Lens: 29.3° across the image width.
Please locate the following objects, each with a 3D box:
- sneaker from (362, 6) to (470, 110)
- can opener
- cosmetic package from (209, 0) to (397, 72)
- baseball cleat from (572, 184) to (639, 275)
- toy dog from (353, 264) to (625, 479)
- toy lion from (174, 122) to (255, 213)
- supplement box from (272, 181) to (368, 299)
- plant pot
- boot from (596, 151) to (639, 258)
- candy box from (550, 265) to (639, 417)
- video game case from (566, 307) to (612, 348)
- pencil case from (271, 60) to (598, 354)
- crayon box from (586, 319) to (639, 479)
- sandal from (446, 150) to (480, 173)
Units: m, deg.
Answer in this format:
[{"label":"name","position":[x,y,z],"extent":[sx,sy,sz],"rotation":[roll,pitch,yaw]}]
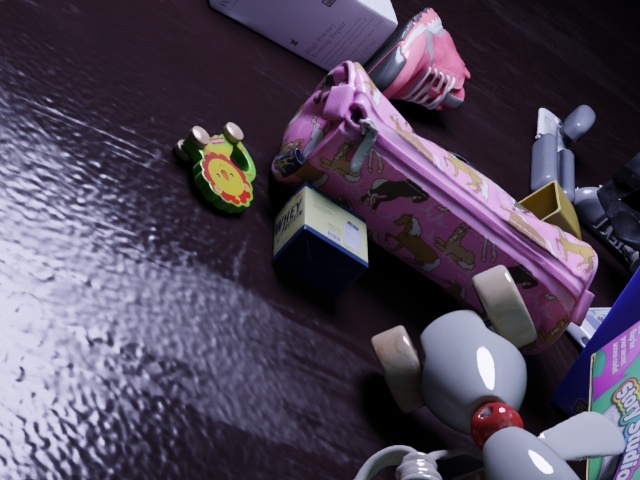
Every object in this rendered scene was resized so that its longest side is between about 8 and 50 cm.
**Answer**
[{"label":"sneaker","position":[0.150,-0.238,1.710],"extent":[0.136,0.116,0.314],"rotation":[46,26,-3]},{"label":"can opener","position":[0.373,-0.142,1.909],"extent":[0.074,0.093,0.280],"rotation":[39,33,-11]},{"label":"cosmetic package","position":[-0.025,-0.314,1.590],"extent":[0.231,0.117,0.085],"rotation":[22,36,-32]},{"label":"baseball cleat","position":[0.466,-0.005,1.857],"extent":[0.206,0.072,0.109],"rotation":[28,39,-20]},{"label":"toy dog","position":[0.158,0.176,1.113],"extent":[0.161,0.220,0.334],"rotation":[58,26,-30]},{"label":"toy lion","position":[-0.099,-0.072,1.263],"extent":[0.096,0.034,0.100],"rotation":[57,30,9]},{"label":"supplement box","position":[0.000,0.000,1.261],"extent":[0.083,0.056,0.083],"rotation":[32,31,-21]},{"label":"plant pot","position":[0.314,-0.015,1.669],"extent":[0.083,0.081,0.081],"rotation":[46,26,-22]},{"label":"boot","position":[0.604,0.096,1.695],"extent":[0.445,0.146,0.367],"rotation":[45,2,-25]},{"label":"candy box","position":[0.459,0.124,1.359],"extent":[0.268,0.317,0.122],"rotation":[37,26,16]},{"label":"video game case","position":[0.423,0.156,1.597],"extent":[0.201,0.023,0.183],"rotation":[3,39,-47]},{"label":"pencil case","position":[0.132,-0.031,1.368],"extent":[0.386,0.160,0.167],"rotation":[36,28,-16]},{"label":"crayon box","position":[0.387,0.275,1.122],"extent":[0.313,0.106,0.363],"rotation":[40,29,-9]},{"label":"sandal","position":[0.148,-0.074,1.554],"extent":[0.097,0.054,0.254],"rotation":[54,30,18]}]
